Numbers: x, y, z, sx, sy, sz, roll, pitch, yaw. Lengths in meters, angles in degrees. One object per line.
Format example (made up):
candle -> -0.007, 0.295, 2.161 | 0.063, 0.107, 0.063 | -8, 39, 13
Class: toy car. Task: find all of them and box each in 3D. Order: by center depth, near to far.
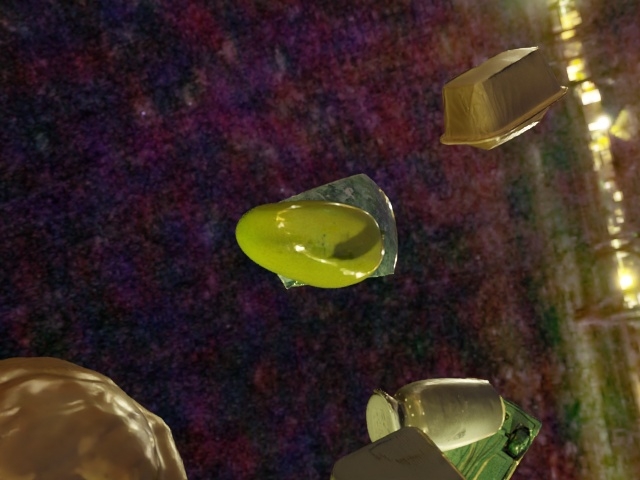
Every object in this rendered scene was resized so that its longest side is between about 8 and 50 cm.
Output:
toy car -> 0.270, 0.433, 1.355 | 0.321, 0.141, 0.097 | -50, 149, -18

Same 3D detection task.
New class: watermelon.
watermelon -> 0.000, 0.000, 1.591 | 0.387, 0.258, 0.228 | -14, 86, -38

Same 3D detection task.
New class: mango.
mango -> -0.010, 0.003, 1.328 | 0.273, 0.185, 0.149 | 13, 69, -25

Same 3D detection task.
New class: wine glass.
wine glass -> 0.177, 0.272, 1.136 | 0.204, 0.111, 0.111 | -2, 76, -25

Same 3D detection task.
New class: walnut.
walnut -> -0.234, 0.230, 0.572 | 0.296, 0.285, 0.285 | 80, 14, -44

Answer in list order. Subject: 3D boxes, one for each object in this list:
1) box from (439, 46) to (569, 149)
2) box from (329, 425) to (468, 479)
box -> 0.226, -0.172, 0.917 | 0.177, 0.111, 0.111 | -32, 111, -29
box -> 0.105, 0.326, 0.785 | 0.243, 0.163, 0.135 | 45, -36, 43
